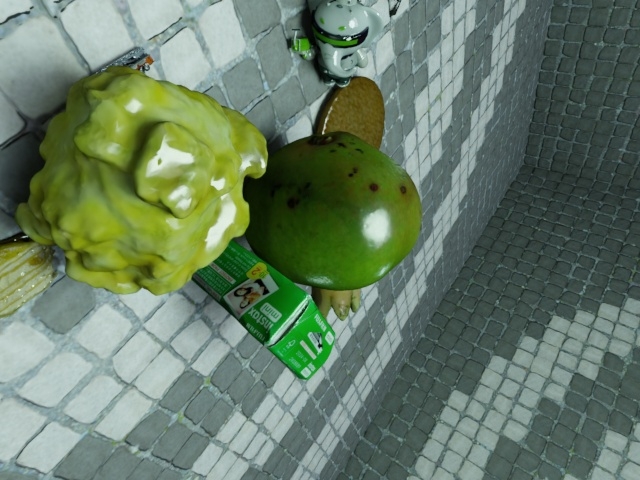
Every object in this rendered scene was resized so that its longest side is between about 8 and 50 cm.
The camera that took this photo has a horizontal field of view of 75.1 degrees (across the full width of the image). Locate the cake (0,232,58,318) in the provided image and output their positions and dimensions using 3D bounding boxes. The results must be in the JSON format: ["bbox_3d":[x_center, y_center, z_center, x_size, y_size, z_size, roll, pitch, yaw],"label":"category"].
[{"bbox_3d":[-0.391,0.054,0.443,0.184,0.116,0.079,-79,175,-55],"label":"cake"}]

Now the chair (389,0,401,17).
[{"bbox_3d":[0.164,-0.537,0.913,0.037,0.042,0.086,-56,-177,-16],"label":"chair"}]

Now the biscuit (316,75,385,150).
[{"bbox_3d":[0.069,-0.240,0.952,0.262,0.037,0.261,-35,136,-42],"label":"biscuit"}]

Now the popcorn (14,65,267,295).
[{"bbox_3d":[-0.200,-0.062,0.495,0.250,0.234,0.242,-44,146,21],"label":"popcorn"}]

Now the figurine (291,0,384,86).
[{"bbox_3d":[0.034,-0.362,0.741,0.192,0.147,0.126,96,11,-59],"label":"figurine"}]

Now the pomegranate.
[{"bbox_3d":[0.000,0.000,0.724,0.216,0.310,0.357,-34,130,-49],"label":"pomegranate"}]

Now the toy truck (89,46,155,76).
[{"bbox_3d":[-0.242,-0.206,0.511,0.083,0.024,0.032,-52,123,-27],"label":"toy truck"}]

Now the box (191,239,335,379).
[{"bbox_3d":[-0.100,0.112,0.717,0.103,0.250,0.180,-48,143,-17],"label":"box"}]
